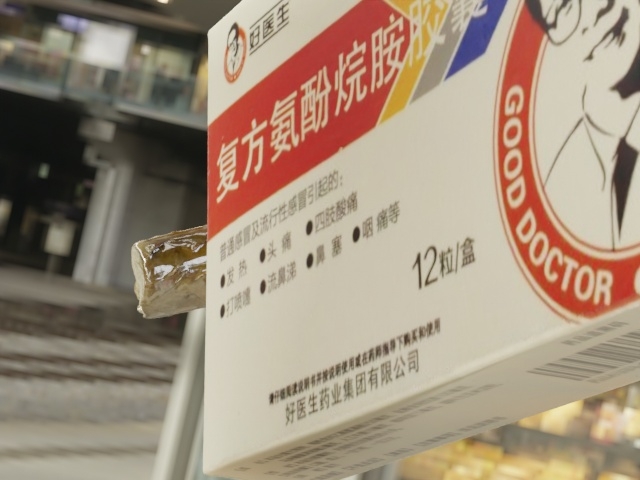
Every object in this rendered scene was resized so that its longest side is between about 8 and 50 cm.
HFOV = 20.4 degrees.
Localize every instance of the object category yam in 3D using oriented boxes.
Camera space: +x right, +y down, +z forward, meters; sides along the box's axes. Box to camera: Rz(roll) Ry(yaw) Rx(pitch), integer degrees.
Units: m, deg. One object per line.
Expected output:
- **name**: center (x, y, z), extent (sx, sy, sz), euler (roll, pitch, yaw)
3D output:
- **yam**: center (0.000, 0.000, 1.068), extent (0.241, 0.056, 0.057), euler (-12, 8, -22)

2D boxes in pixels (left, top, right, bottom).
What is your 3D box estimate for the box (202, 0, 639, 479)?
- **box**: center (0.051, -0.040, 0.667), extent (0.069, 0.214, 0.353), euler (9, -20, -28)
